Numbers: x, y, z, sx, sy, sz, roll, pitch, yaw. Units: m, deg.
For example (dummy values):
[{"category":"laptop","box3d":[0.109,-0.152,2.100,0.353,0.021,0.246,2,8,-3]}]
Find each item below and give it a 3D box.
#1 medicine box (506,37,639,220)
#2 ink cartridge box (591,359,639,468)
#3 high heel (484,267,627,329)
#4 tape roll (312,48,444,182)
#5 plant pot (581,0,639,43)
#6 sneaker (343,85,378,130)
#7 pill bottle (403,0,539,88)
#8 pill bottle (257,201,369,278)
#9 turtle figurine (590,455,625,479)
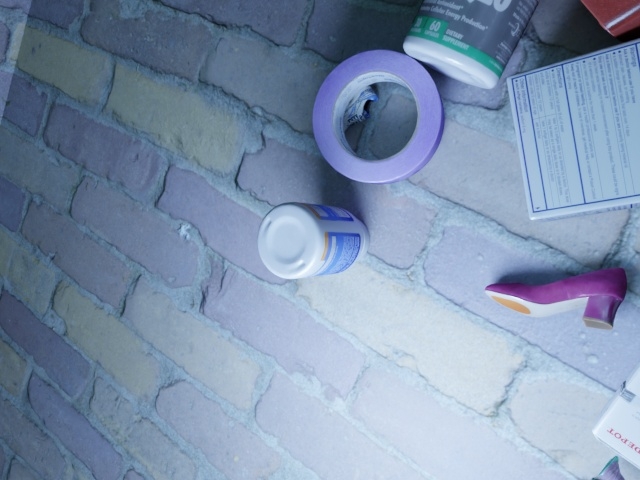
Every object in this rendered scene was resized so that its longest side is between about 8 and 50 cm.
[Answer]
[{"category":"medicine box","box3d":[0.502,-0.185,0.942,0.289,0.149,0.264,-10,85,29]},{"category":"ink cartridge box","box3d":[0.599,0.286,0.918,0.160,0.092,0.220,36,107,25]},{"category":"high heel","box3d":[0.445,0.087,1.032,0.244,0.082,0.117,8,65,42]},{"category":"tape roll","box3d":[0.125,-0.260,1.162,0.274,0.090,0.275,1,94,17]},{"category":"plant pot","box3d":[0.537,-0.475,0.876,0.235,0.267,0.268,-43,69,36]},{"category":"sneaker","box3d":[0.081,-0.293,1.242,0.058,0.052,0.135,44,111,18]},{"category":"pill bottle","box3d":[0.321,-0.494,1.016,0.204,0.204,0.361,31,105,26]},{"category":"pill bottle","box3d":[0.000,0.000,1.160,0.152,0.272,0.153,0,89,29]},{"category":"turtle figurine","box3d":[0.575,0.500,0.925,0.234,0.118,0.175,42,110,29]}]
